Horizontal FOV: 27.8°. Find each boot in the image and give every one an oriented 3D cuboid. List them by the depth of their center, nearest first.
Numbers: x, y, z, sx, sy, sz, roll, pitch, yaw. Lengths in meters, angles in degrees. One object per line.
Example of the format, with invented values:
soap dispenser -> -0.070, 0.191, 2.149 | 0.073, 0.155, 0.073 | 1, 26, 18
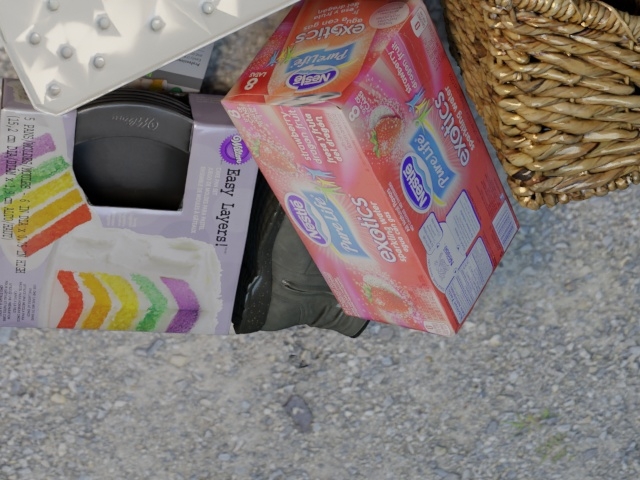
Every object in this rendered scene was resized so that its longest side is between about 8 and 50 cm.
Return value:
boot -> 0.000, 0.000, 1.356 | 0.161, 0.083, 0.246 | 0, 129, -21

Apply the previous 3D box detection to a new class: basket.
basket -> 0.217, -0.209, 1.082 | 0.214, 0.299, 0.223 | -15, 127, 2

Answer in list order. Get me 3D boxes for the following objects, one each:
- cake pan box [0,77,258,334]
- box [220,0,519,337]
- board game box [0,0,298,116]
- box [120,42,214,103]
cake pan box -> -0.191, -0.030, 1.252 | 0.246, 0.070, 0.266 | 3, 125, -16
box -> 0.055, -0.066, 1.215 | 0.142, 0.154, 0.300 | 8, 143, 38
board game box -> -0.120, -0.347, 0.975 | 0.390, 0.050, 0.390 | -24, 95, 9
box -> -0.195, -0.137, 1.237 | 0.145, 0.038, 0.186 | 11, 125, -17
